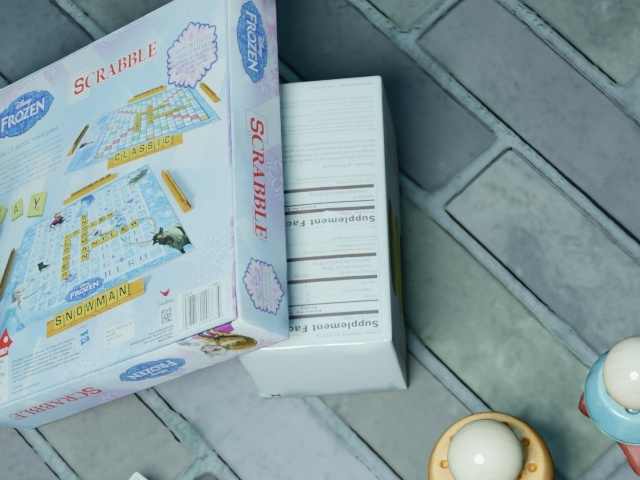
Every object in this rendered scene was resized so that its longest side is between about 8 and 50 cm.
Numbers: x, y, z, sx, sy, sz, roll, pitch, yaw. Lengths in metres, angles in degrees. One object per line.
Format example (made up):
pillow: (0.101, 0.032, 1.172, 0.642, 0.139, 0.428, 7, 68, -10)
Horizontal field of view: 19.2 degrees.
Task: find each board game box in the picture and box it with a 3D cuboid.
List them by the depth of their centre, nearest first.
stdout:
board game box: (-0.168, -0.028, 1.630, 0.318, 0.066, 0.318, -20, 61, 36)

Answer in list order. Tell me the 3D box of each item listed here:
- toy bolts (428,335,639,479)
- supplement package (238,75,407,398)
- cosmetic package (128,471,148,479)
toy bolts: (0.223, 0.184, 1.517, 0.228, 0.158, 0.218, -43, 68, -10)
supplement package: (0.000, 0.000, 1.639, 0.134, 0.139, 0.244, -5, 68, 7)
cosmetic package: (-0.129, 0.255, 1.602, 0.115, 0.041, 0.060, 34, 75, 20)
